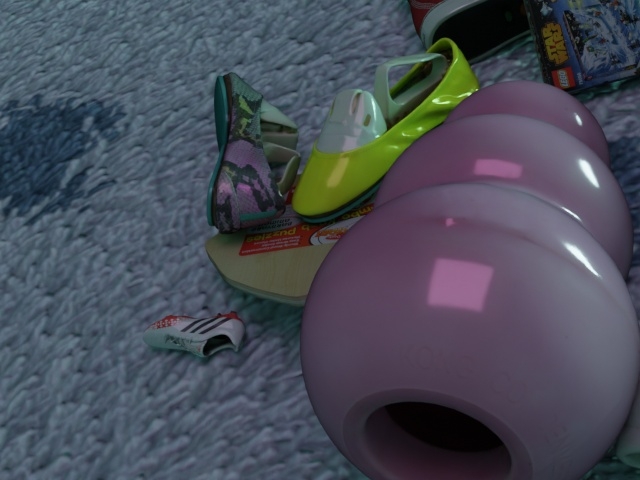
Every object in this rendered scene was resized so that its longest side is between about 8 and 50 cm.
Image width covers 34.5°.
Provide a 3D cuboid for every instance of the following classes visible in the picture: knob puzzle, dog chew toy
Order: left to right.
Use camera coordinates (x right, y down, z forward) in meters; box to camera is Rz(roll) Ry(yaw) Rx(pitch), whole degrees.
[{"bbox_3d":[0.000,0.000,0.830,0.213,0.030,0.213,-12,30,7],"label":"knob puzzle"},{"bbox_3d":[0.115,0.012,0.690,0.207,0.206,0.332,4,42,20],"label":"dog chew toy"}]

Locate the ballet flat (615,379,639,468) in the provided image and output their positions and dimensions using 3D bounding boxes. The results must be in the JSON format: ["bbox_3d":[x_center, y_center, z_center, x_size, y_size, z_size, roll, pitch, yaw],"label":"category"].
[{"bbox_3d":[0.321,0.177,0.529,0.139,0.139,0.400,-36,44,-18],"label":"ballet flat"}]

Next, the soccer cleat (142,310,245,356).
[{"bbox_3d":[-0.100,0.076,0.807,0.083,0.029,0.035,-6,42,6],"label":"soccer cleat"}]

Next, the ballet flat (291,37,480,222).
[{"bbox_3d":[0.050,-0.103,0.870,0.077,0.077,0.231,13,41,45],"label":"ballet flat"}]

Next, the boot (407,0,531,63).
[{"bbox_3d":[0.196,-0.278,1.015,0.244,0.088,0.176,-19,43,4],"label":"boot"}]

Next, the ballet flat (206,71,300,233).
[{"bbox_3d":[-0.057,-0.078,0.901,0.079,0.077,0.221,1,34,-5],"label":"ballet flat"}]

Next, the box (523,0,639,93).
[{"bbox_3d":[0.231,-0.203,0.909,0.094,0.137,0.027,-14,1,3],"label":"box"}]
